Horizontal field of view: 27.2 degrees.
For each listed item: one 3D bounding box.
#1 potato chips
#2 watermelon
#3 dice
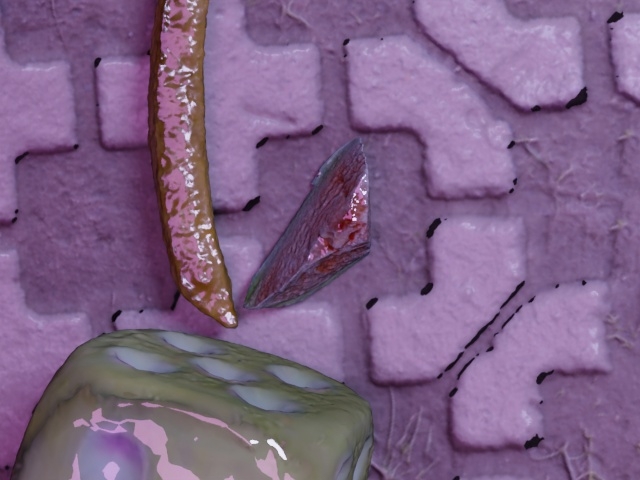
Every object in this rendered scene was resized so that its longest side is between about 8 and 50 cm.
[{"bbox_3d":[-0.117,-0.124,1.188,0.080,0.057,0.407,-1,93,-3],"label":"potato chips"},{"bbox_3d":[0.001,0.000,1.164,0.081,0.094,0.180,36,114,3],"label":"watermelon"},{"bbox_3d":[-0.108,0.225,1.110,0.249,0.254,0.252,15,98,12],"label":"dice"}]
